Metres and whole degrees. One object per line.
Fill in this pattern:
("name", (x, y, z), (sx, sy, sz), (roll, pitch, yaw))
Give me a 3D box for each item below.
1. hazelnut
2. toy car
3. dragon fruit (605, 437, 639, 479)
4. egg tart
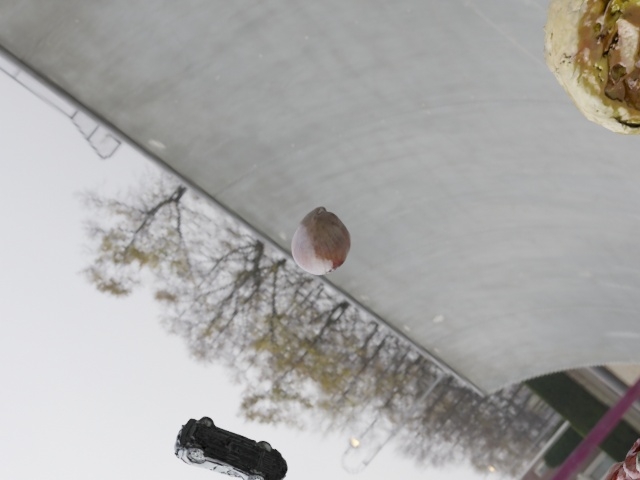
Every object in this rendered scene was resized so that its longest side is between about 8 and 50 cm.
("hazelnut", (0.000, 0.000, 0.968), (0.086, 0.086, 0.086), (39, -177, -2))
("toy car", (-0.071, 0.172, 0.605), (0.093, 0.025, 0.041), (24, -154, -3))
("dragon fruit", (0.286, 0.226, 0.604), (0.122, 0.092, 0.192), (41, 151, 24))
("egg tart", (0.368, -0.247, 0.794), (0.290, 0.290, 0.115), (38, -152, -34))
